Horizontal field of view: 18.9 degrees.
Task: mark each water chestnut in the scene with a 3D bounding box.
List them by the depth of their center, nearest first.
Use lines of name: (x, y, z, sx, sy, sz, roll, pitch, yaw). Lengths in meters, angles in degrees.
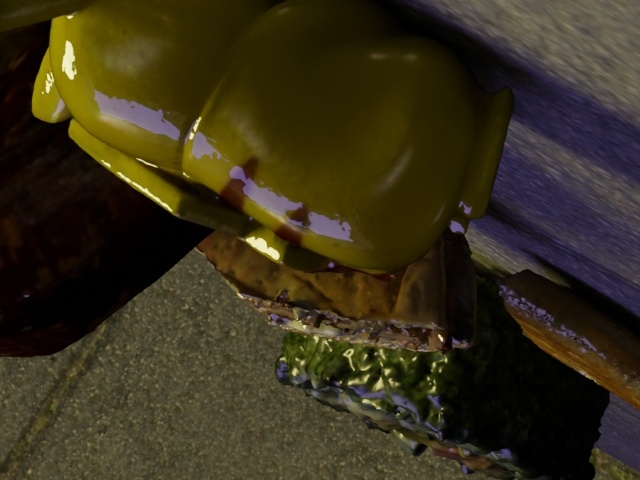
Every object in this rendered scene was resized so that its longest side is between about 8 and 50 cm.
water chestnut: (-0.223, -0.095, 1.413, 0.350, 0.350, 0.302, 25, 150, 52)

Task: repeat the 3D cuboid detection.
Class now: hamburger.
hamburger: (0.000, 0.000, 1.619, 0.282, 0.245, 0.155, 58, 178, 16)

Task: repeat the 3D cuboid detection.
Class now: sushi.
sushi: (0.130, 0.140, 2.074, 0.294, 0.178, 0.352, 10, 165, 45)

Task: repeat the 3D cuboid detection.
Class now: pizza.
pizza: (0.259, 0.096, 1.807, 0.292, 0.058, 0.197, 35, 175, -24)

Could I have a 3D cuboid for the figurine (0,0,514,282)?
figurine: (-0.050, -0.088, 1.155, 0.327, 0.169, 0.218, 30, 171, 3)
